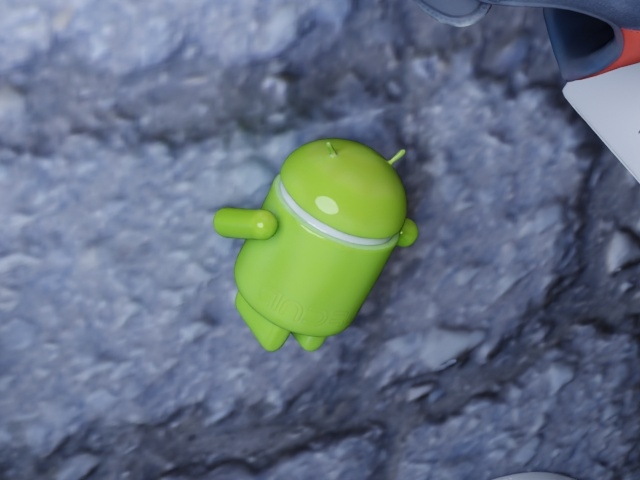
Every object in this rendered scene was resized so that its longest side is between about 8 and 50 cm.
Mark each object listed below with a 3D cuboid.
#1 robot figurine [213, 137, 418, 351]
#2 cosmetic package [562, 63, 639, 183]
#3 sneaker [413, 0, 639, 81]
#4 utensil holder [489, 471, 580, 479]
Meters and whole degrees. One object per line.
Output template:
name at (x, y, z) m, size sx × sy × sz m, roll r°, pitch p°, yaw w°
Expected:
robot figurine at (0.000, 0.000, 0.852) m, size 0.101 × 0.067 × 0.115 m, roll 3°, pitch 127°, yaw -36°
cosmetic package at (0.335, -0.177, 0.872) m, size 0.284 × 0.097 × 0.377 m, roll 6°, pitch 126°, yaw -40°
sneaker at (0.062, -0.172, 0.691) m, size 0.148 × 0.131 × 0.350 m, roll -31°, pitch 134°, yaw 24°
utensil holder at (0.181, 0.377, 1.056) m, size 0.327 × 0.385 × 0.327 m, roll -22°, pitch 134°, yaw -25°
